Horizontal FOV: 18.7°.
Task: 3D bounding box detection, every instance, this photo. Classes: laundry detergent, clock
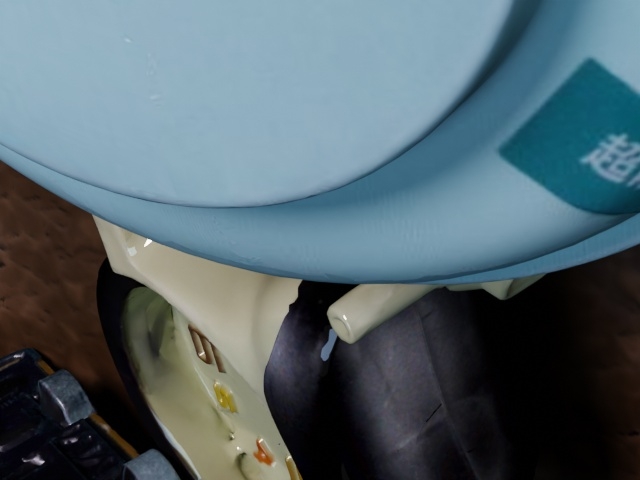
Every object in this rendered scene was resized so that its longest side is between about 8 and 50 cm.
[{"bbox_3d":[0.027,-0.161,0.426,0.287,0.305,0.287,18,132,22],"label":"laundry detergent"},{"bbox_3d":[0.000,0.000,0.673,0.276,0.120,0.379,32,149,41],"label":"clock"}]

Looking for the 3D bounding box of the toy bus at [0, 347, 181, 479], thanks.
[{"bbox_3d":[-0.115,0.136,0.866,0.201,0.098,0.114,32,146,55],"label":"toy bus"}]
